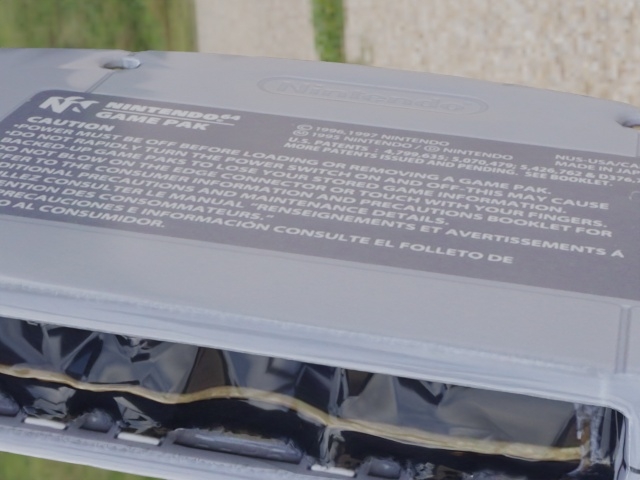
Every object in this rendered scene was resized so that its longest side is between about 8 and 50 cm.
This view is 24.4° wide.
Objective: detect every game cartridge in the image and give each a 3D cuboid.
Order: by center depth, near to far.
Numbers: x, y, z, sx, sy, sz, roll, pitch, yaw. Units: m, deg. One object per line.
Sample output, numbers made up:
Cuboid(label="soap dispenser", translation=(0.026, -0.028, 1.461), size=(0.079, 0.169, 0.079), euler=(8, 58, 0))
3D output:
Cuboid(label="game cartridge", translation=(0.000, 0.000, 0.425), size=(0.196, 0.294, 0.060), euler=(-63, -22, -59))
